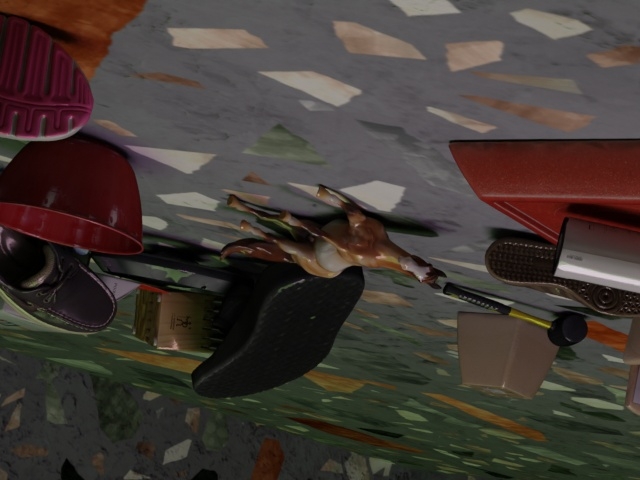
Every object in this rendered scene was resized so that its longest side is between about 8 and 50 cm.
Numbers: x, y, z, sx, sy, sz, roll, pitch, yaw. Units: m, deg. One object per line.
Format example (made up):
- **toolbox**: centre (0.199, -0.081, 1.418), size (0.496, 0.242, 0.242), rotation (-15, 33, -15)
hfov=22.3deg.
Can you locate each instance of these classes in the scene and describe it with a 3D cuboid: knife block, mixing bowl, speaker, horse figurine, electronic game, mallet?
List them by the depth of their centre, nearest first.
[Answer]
- **speaker**: centre (0.275, 0.018, 1.423), size (0.136, 0.055, 0.055), rotation (12, 168, 3)
- **mixing bowl**: centre (-0.267, -0.056, 1.760), size (0.181, 0.098, 0.181), rotation (13, 168, 3)
- **horse figurine**: centre (0.000, 0.000, 1.823), size (0.174, 0.066, 0.263), rotation (28, 159, -33)
- **mallet**: centre (0.248, 0.090, 2.049), size (0.190, 0.039, 0.062), rotation (20, 167, -16)
- **electronic game**: centre (-0.204, 0.040, 2.244), size (0.229, 0.048, 0.229), rotation (11, 175, 1)
- **knife block**: centre (-0.140, 0.122, 2.429), size (0.242, 0.088, 0.276), rotation (6, 180, -18)

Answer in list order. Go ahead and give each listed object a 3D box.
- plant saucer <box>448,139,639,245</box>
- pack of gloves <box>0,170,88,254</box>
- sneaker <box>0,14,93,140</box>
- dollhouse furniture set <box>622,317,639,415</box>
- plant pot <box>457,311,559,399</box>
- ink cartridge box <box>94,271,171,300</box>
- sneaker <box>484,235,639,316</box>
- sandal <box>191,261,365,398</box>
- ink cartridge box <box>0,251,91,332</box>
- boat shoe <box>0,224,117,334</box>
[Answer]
- **plant saucer**: centre (0.282, -0.025, 1.462), size (0.258, 0.048, 0.259), rotation (3, 165, 40)
- **pack of gloves**: centre (-0.371, -0.053, 2.063), size (0.195, 0.046, 0.232), rotation (27, 164, -6)
- **sneaker**: centre (-0.316, -0.148, 1.428), size (0.252, 0.103, 0.111), rotation (18, 172, 5)
- **dollhouse furniture set**: centre (0.542, 0.200, 1.848), size (0.286, 0.198, 0.303), rotation (18, 166, -25)
- **plant pot**: centre (0.249, 0.160, 2.206), size (0.109, 0.096, 0.109), rotation (2, 164, 42)
- **ink cartridge box**: centre (-0.325, 0.068, 2.298), size (0.145, 0.045, 0.179), rotation (7, 170, 44)
- **sneaker**: centre (0.269, 0.032, 1.732), size (0.188, 0.066, 0.071), rotation (17, -175, 7)
- **sandal**: centre (-0.056, 0.097, 2.156), size (0.167, 0.107, 0.446), rotation (-1, 154, -23)
- **ink cartridge box**: centre (-0.451, 0.060, 2.401), size (0.176, 0.128, 0.127), rotation (0, 163, 46)
- **boat shoe**: centre (-0.371, 0.037, 2.090), size (0.285, 0.103, 0.092), rotation (40, 163, -29)
